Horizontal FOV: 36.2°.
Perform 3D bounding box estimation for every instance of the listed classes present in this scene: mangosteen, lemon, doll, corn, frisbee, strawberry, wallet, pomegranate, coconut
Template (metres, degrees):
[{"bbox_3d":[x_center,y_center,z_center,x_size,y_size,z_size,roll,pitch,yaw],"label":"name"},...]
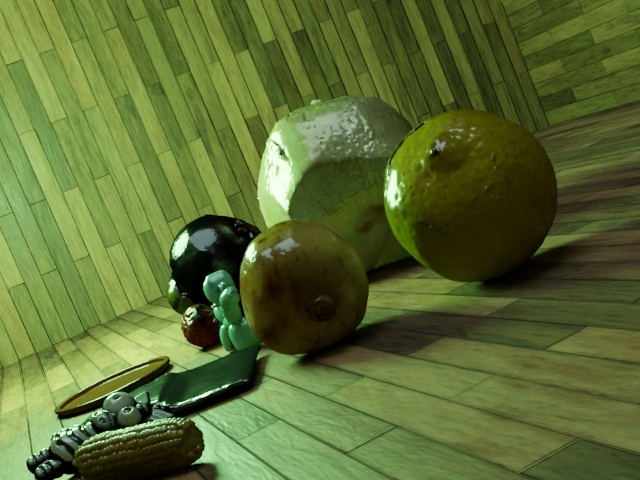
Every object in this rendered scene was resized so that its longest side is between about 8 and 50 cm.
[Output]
[{"bbox_3d":[-0.226,0.087,2.227,0.233,0.288,0.287,7,9,6],"label":"mangosteen"},{"bbox_3d":[0.234,-0.069,1.534,0.293,0.293,0.293,-22,5,2],"label":"lemon"},{"bbox_3d":[-0.318,0.280,1.419,0.219,0.067,0.091,-26,34,-29],"label":"doll"},{"bbox_3d":[-0.231,0.264,1.222,0.207,0.068,0.068,-19,6,32],"label":"corn"},{"bbox_3d":[-0.419,0.295,1.980,0.250,0.021,0.251,-22,6,2],"label":"frisbee"},{"bbox_3d":[-0.246,0.182,2.037,0.106,0.106,0.106,-22,5,2],"label":"strawberry"},{"bbox_3d":[-0.253,0.255,1.594,0.323,0.041,0.247,-20,7,2],"label":"wallet"},{"bbox_3d":[-0.029,0.080,1.546,0.215,0.215,0.215,-22,5,2],"label":"pomegranate"},{"bbox_3d":[-0.167,0.133,1.815,0.059,0.159,0.159,-27,0,-19],"label":"doll"},{"bbox_3d":[0.048,-0.137,2.128,0.404,0.405,0.404,-22,5,2],"label":"coconut"}]
